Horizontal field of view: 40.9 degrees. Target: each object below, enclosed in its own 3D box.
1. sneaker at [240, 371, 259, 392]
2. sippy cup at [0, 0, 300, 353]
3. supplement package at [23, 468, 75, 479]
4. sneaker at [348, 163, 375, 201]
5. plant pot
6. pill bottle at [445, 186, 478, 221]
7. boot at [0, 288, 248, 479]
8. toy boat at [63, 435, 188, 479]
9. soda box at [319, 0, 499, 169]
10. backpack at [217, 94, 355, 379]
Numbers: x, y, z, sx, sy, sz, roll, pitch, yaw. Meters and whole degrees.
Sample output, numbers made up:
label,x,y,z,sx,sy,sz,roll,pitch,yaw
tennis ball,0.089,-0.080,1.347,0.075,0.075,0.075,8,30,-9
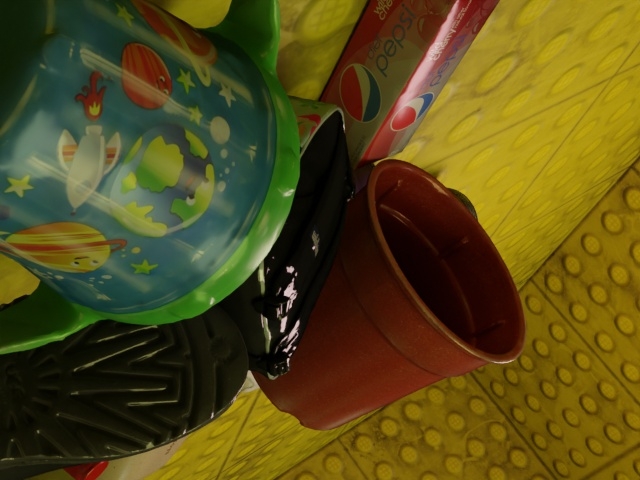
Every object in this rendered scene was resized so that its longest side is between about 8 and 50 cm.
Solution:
label,x,y,z,sx,sy,sz,roll,pitch,yaw
sneaker,-0.136,0.188,1.458,0.115,0.090,0.232,-18,145,-31
sippy cup,-0.165,-0.076,0.570,0.240,0.305,0.224,-3,164,26
supplement package,-0.420,0.453,1.302,0.203,0.194,0.149,-32,-156,-19
sneaker,0.000,0.000,1.217,0.124,0.107,0.283,-28,160,-45
plant pot,0.060,0.088,1.049,0.265,0.272,0.272,-38,164,30
pill bottle,0.149,-0.018,1.399,0.130,0.130,0.246,-48,158,29
boot,-0.290,0.188,0.837,0.367,0.146,0.445,-9,160,-20
toy boat,-0.285,0.240,1.218,0.267,0.148,0.318,-54,163,16
soda box,0.088,-0.197,0.917,0.083,0.092,0.263,-23,157,-36
backpack,-0.067,-0.023,0.839,0.225,0.191,0.253,88,25,-50
